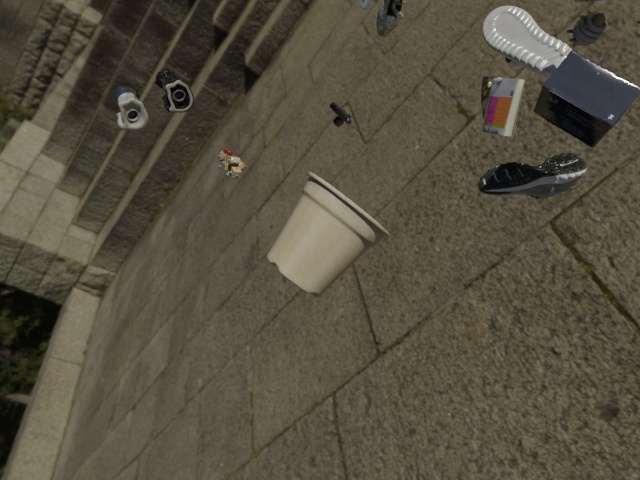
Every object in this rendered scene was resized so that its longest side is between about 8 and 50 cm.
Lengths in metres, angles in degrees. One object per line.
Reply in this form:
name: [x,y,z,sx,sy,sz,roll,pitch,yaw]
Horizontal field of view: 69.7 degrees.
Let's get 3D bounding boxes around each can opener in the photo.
can opener: [0.078,-0.475,1.736,0.073,0.059,0.186,-56,-13,5]

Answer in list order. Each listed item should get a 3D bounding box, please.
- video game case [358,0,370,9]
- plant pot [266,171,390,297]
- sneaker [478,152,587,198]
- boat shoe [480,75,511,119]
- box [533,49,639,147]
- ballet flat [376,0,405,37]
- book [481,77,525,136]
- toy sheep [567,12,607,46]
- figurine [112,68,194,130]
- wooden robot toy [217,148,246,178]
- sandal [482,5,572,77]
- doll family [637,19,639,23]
video game case: [0.178,-0.947,1.628,0.190,0.022,0.173,119,149,-42]
plant pot: [0.000,0.000,1.486,0.305,0.334,0.334,-51,30,3]
sneaker: [0.564,-0.152,1.234,0.271,0.108,0.100,-7,46,6]
boat shoe: [0.542,-0.429,1.398,0.089,0.285,0.105,4,98,23]
box: [0.552,-0.292,0.965,0.156,0.158,0.093,39,99,17]
ballet flat: [0.162,-0.519,1.016,0.052,0.057,0.168,51,156,27]
book: [0.487,-0.360,1.237,0.096,0.035,0.144,-140,53,-59]
toy sheep: [0.798,-0.629,1.375,0.132,0.091,0.091,126,165,-76]
figurine: [-0.485,-0.410,1.299,0.215,0.092,0.209,-26,43,-11]
wooden robot toy: [-0.271,-0.248,1.477,0.173,0.079,0.076,41,122,52]
sandal: [0.733,-0.701,1.668,0.169,0.102,0.416,-35,55,12]
doll family: [0.786,-0.455,0.976,0.076,0.193,0.111,-67,-16,-71]
